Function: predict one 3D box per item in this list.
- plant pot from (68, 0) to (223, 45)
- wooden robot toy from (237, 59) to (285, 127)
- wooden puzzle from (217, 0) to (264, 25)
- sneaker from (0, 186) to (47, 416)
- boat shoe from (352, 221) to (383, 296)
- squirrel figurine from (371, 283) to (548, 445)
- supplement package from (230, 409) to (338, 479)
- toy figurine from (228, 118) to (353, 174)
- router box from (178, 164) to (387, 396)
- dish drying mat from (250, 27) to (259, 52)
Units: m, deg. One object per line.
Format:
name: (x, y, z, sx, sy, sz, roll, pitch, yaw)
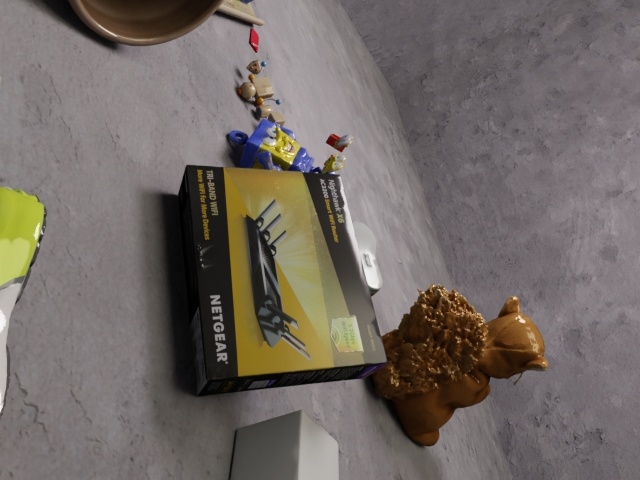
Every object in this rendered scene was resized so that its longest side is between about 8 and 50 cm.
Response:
plant pot: (-0.274, -0.453, 0.773, 0.229, 0.263, 0.263, 54, 15, 21)
wooden robot toy: (-0.146, -0.317, 1.201, 0.078, 0.076, 0.174, -17, 83, -35)
wooden puzzle: (-0.251, -0.690, 1.279, 0.348, 0.080, 0.322, 65, 20, -6)
sneaker: (-0.285, 0.063, 0.368, 0.121, 0.111, 0.300, 33, 32, -41)
boat shoe: (0.100, 0.049, 1.392, 0.077, 0.070, 0.220, 14, 48, -23)
squirrel figurine: (0.323, 0.271, 1.276, 0.397, 0.370, 0.281, 43, 31, -49)
supplement package: (-0.044, 0.322, 0.673, 0.105, 0.105, 0.179, 52, 25, -35)
toy figurine: (-0.096, -0.124, 1.056, 0.217, 0.191, 0.363, 30, 39, -7)
router box: (-0.062, 0.046, 0.768, 0.242, 0.081, 0.309, 0, 61, -25)
dish drying mat: (-0.169, -0.514, 1.404, 0.032, 0.008, 0.083, 49, 27, -39)
